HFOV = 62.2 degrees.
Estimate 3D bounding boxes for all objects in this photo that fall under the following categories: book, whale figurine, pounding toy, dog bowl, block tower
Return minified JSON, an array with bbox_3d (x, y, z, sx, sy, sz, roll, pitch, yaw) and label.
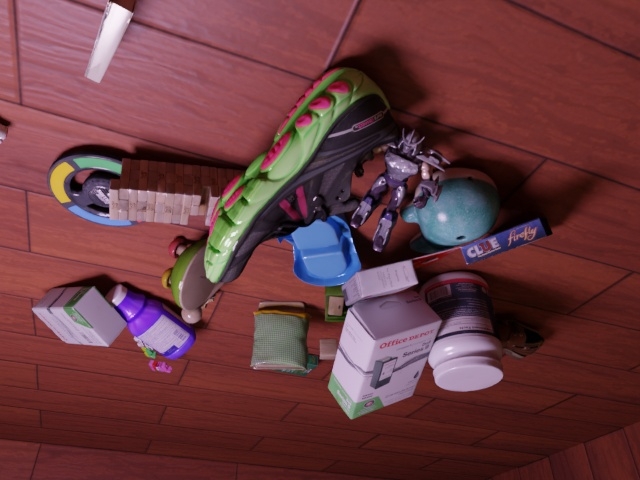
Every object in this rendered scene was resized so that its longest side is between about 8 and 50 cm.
[{"bbox_3d":[-0.315,-0.324,0.809,0.035,0.096,0.144,21,137,-26],"label":"book"},{"bbox_3d":[0.279,-0.033,1.154,0.217,0.141,0.272,6,145,-8],"label":"whale figurine"},{"bbox_3d":[-0.330,0.082,1.314,0.110,0.182,0.236,22,149,14],"label":"pounding toy"},{"bbox_3d":[0.000,0.000,1.254,0.166,0.074,0.297,-8,143,11],"label":"dog bowl"},{"bbox_3d":[-0.249,-0.092,1.087,0.336,0.097,0.091,3,139,-18],"label":"block tower"}]

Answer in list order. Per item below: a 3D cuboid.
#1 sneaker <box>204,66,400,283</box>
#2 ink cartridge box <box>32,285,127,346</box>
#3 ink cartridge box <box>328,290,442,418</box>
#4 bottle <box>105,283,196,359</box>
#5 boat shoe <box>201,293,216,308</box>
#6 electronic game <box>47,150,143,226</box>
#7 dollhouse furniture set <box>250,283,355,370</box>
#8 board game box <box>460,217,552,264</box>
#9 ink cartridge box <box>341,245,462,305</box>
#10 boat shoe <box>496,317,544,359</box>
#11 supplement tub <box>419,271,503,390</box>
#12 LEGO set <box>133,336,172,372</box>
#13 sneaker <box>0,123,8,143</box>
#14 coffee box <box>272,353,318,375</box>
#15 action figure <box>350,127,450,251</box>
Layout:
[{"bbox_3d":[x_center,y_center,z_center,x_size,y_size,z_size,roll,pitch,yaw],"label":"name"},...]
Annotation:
[{"bbox_3d":[-0.044,-0.076,0.963,0.202,0.185,0.483,34,113,-26],"label":"sneaker"},{"bbox_3d":[-0.656,0.206,1.444,0.209,0.086,0.153,-5,128,34],"label":"ink cartridge box"},{"bbox_3d":[0.157,0.287,1.339,0.211,0.121,0.289,-11,130,-28],"label":"ink cartridge box"},{"bbox_3d":[-0.489,0.231,1.526,0.118,0.092,0.283,-43,125,0],"label":"bottle"},{"bbox_3d":[-0.313,0.150,1.471,0.045,0.050,0.135,12,142,-6],"label":"boat shoe"},{"bbox_3d":[-0.461,-0.105,1.137,0.230,0.048,0.229,0,142,0],"label":"electronic game"},{"bbox_3d":[-0.042,0.238,1.465,0.302,0.197,0.151,1,144,-2],"label":"dollhouse furniture set"},{"bbox_3d":[0.415,-0.001,1.167,0.165,0.042,0.243,-24,171,24],"label":"board game box"},{"bbox_3d":[0.183,0.089,1.237,0.239,0.060,0.275,-12,170,-6],"label":"ink cartridge box"},{"bbox_3d":[0.561,0.275,1.601,0.307,0.110,0.104,20,136,-39],"label":"boat shoe"},{"bbox_3d":[0.368,0.237,1.400,0.191,0.272,0.191,0,143,0],"label":"supplement tub"},{"bbox_3d":[-0.502,0.339,1.686,0.093,0.087,0.227,12,144,9],"label":"LEGO set"},{"bbox_3d":[-0.683,-0.197,1.005,0.171,0.063,0.074,-18,140,15],"label":"sneaker"},{"bbox_3d":[-0.113,0.418,1.832,0.184,0.040,0.113,16,141,-19],"label":"coffee box"},{"bbox_3d":[0.144,-0.111,1.061,0.185,0.099,0.285,34,142,13],"label":"action figure"}]
